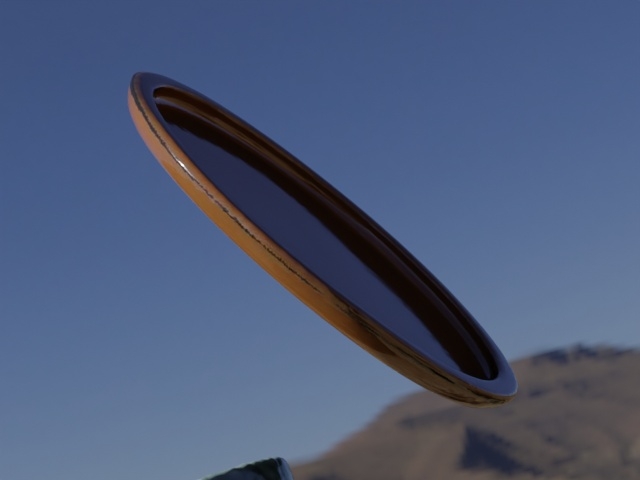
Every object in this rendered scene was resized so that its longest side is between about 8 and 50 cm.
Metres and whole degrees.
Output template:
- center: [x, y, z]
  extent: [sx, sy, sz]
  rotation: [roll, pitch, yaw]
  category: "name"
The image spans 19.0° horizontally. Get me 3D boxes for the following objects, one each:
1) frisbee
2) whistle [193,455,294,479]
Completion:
- center: [0.000, 0.000, 0.965]
  extent: [0.021, 0.251, 0.251]
  rotation: [-49, -18, 10]
  category: "frisbee"
- center: [-0.091, 0.225, 0.910]
  extent: [0.188, 0.168, 0.405]
  rotation: [-18, -10, -23]
  category: "whistle"
